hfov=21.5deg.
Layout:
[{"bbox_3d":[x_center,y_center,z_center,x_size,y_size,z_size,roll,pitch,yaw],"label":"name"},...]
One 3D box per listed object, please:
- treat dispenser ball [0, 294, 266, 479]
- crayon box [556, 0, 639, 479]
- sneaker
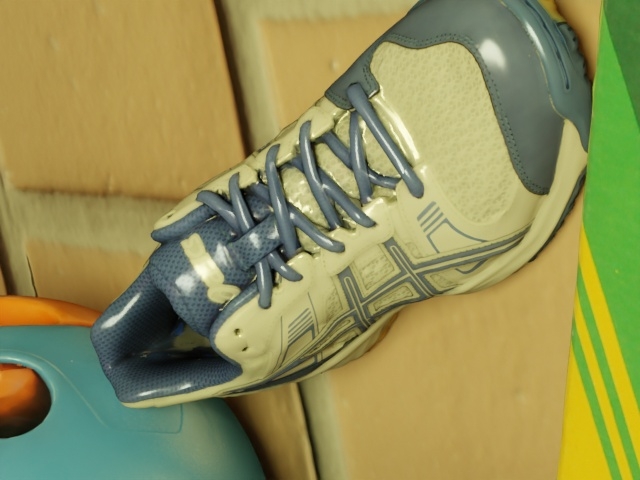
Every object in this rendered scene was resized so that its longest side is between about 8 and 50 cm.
[{"bbox_3d":[-0.164,0.173,0.881,0.288,0.288,0.288,27,127,41],"label":"treat dispenser ball"},{"bbox_3d":[0.162,0.022,0.477,0.081,0.202,0.319,28,129,40],"label":"crayon box"},{"bbox_3d":[0.000,0.000,0.725,0.112,0.131,0.296,58,141,15],"label":"sneaker"}]
